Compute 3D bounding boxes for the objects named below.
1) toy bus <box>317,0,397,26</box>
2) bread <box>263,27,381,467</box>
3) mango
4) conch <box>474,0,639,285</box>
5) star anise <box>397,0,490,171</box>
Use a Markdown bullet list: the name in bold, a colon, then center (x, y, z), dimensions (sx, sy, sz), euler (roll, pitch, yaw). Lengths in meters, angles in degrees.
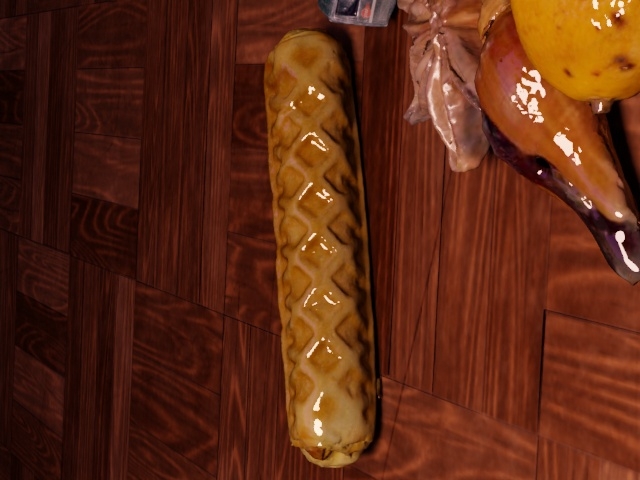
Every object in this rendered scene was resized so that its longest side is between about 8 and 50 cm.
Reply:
- **toy bus**: center (0.041, -0.248, 1.390), dimensions (0.047, 0.065, 0.166), euler (-124, 39, -57)
- **bread**: center (-0.001, 0.000, 1.467), dimensions (0.077, 0.084, 0.368), euler (-10, 74, 28)
- **mango**: center (0.170, -0.186, 0.995), dimensions (0.147, 0.109, 0.227), euler (-116, 35, -53)
- **conch**: center (0.139, -0.080, 1.107), dimensions (0.086, 0.080, 0.233), euler (138, 128, -68)
- **star anise**: center (0.098, -0.149, 1.253), dimensions (0.172, 0.063, 0.208), euler (152, 114, -71)
